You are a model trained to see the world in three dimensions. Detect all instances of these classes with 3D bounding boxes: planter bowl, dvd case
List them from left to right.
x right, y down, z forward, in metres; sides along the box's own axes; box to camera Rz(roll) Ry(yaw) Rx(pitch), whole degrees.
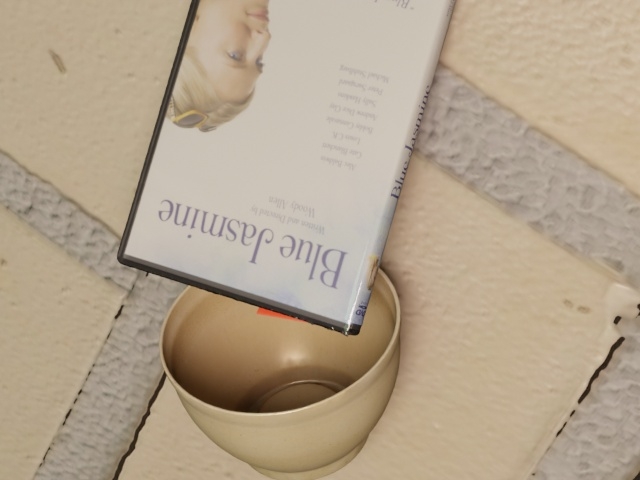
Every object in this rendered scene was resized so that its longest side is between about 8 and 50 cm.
[{"bbox_3d":[-0.023,-0.082,0.903,0.180,0.022,0.253,16,89,22],"label":"dvd case"},{"bbox_3d":[-0.020,0.094,0.938,0.162,0.162,0.109,9,134,22],"label":"planter bowl"}]

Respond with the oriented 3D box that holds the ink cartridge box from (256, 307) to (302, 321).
[{"bbox_3d":[0.000,0.000,0.919,0.062,0.115,0.029,8,146,22],"label":"ink cartridge box"}]
